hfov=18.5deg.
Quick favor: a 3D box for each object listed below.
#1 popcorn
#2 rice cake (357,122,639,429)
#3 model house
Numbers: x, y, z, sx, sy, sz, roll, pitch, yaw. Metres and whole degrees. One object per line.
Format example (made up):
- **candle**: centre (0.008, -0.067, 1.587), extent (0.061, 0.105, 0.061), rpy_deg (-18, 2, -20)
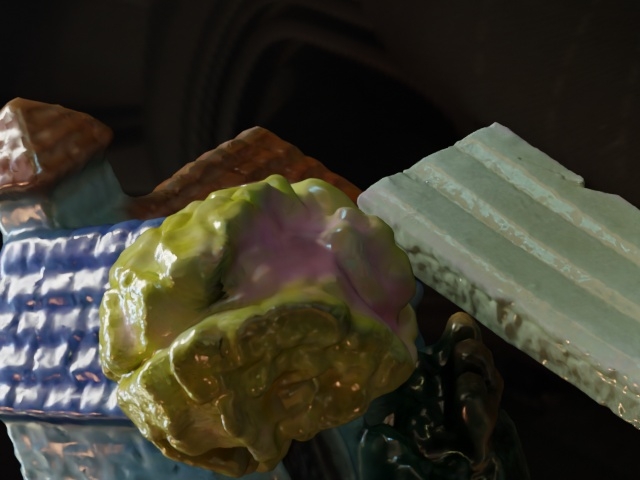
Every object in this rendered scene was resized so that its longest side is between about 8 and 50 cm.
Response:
- **popcorn**: centre (-0.029, 0.037, 0.869), extent (0.126, 0.145, 0.126), rpy_deg (52, 148, -10)
- **rice cake**: centre (0.138, 0.018, 1.047), extent (0.237, 0.127, 0.043), rpy_deg (38, 141, 34)
- **model house**: centre (-0.049, 0.045, 1.149), extent (0.251, 0.295, 0.329), rpy_deg (-9, 107, 43)
